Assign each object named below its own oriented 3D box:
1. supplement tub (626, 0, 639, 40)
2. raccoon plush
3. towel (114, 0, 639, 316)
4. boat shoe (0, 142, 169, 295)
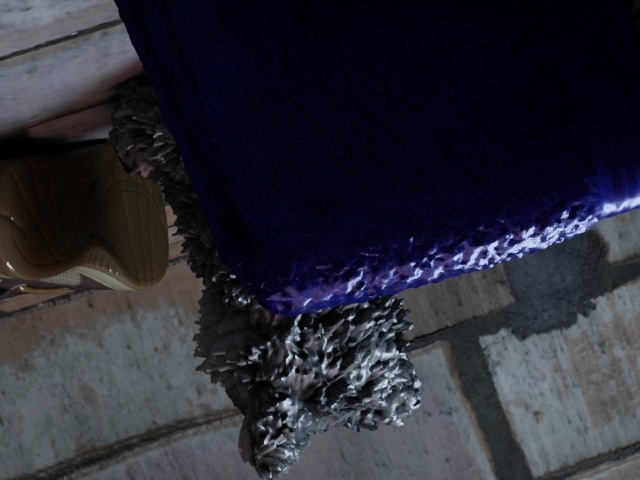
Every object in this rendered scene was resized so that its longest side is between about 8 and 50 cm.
[{"bbox_3d":[0.222,-0.096,0.711,0.207,0.338,0.207,-19,176,-1],"label":"supplement tub"},{"bbox_3d":[0.000,0.000,1.305,0.216,0.299,0.446,-17,176,-13],"label":"raccoon plush"},{"bbox_3d":[0.075,-0.106,0.825,0.308,0.228,0.076,-17,157,-19],"label":"towel"},{"bbox_3d":[-0.228,-0.012,1.531,0.123,0.123,0.342,-5,-179,19],"label":"boat shoe"}]
